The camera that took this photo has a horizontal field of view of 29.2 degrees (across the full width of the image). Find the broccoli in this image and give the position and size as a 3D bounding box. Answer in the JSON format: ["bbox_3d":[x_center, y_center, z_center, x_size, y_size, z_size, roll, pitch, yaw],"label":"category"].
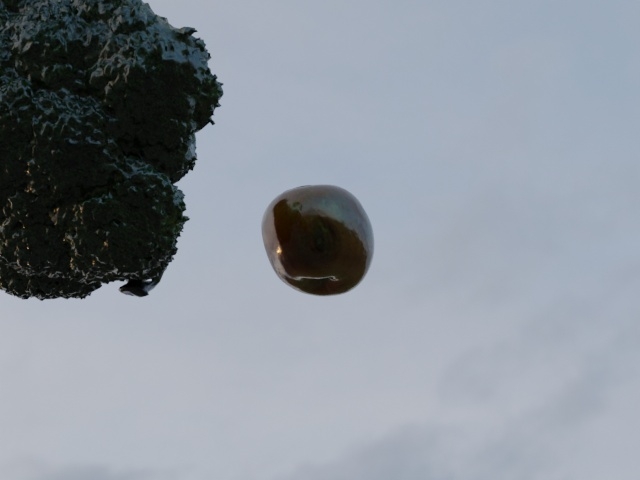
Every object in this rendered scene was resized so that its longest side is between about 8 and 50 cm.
[{"bbox_3d":[-0.222,-0.111,1.105,0.304,0.321,0.283,-58,-14,28],"label":"broccoli"}]

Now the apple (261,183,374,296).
[{"bbox_3d":[0.000,0.000,1.164,0.099,0.102,0.114,-14,-19,10],"label":"apple"}]
